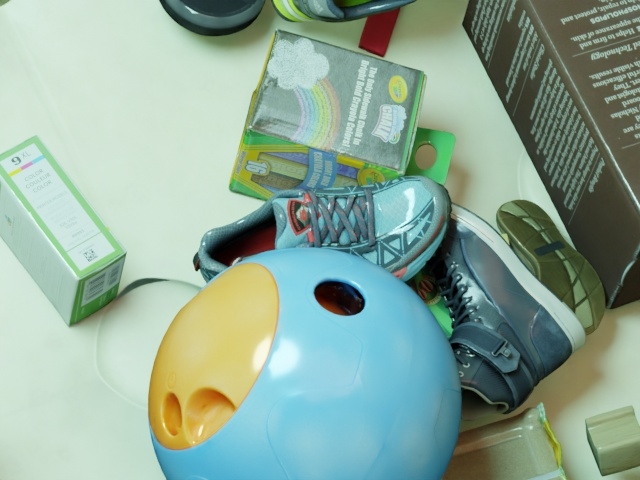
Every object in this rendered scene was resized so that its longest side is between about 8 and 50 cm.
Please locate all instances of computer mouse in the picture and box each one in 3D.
[{"bbox_3d":[-0.101,-0.309,2.148,0.188,0.072,0.272,20,51,-4],"label":"computer mouse"}]

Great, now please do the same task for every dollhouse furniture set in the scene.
[{"bbox_3d":[0.244,0.278,1.929,0.301,0.151,0.197,-16,46,-1],"label":"dollhouse furniture set"}]

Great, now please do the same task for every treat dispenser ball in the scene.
[{"bbox_3d":[-0.015,0.150,1.808,0.288,0.288,0.288,5,63,-10],"label":"treat dispenser ball"}]

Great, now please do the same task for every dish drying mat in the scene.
[{"bbox_3d":[0.066,-0.240,2.179,0.032,0.008,0.083,20,61,-3],"label":"dish drying mat"}]

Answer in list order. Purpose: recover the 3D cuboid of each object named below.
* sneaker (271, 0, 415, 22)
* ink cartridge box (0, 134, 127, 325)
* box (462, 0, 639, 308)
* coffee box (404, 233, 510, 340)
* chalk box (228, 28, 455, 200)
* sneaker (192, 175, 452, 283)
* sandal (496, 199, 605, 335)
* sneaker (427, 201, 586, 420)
[{"bbox_3d":[0.099,-0.298,2.083,0.300,0.111,0.121,-28,29,-13],"label":"sneaker"},{"bbox_3d":[-0.278,-0.030,1.942,0.062,0.109,0.209,-33,74,-25],"label":"ink cartridge box"},{"bbox_3d":[0.295,-0.144,2.065,0.143,0.191,0.381,-17,67,-14],"label":"box"},{"bbox_3d":[0.115,0.056,2.023,0.184,0.040,0.113,-5,65,-14],"label":"coffee box"},{"bbox_3d":[0.029,-0.106,2.036,0.213,0.132,0.132,17,61,-5],"label":"chalk box"},{"bbox_3d":[0.000,0.000,1.924,0.262,0.125,0.104,-21,64,12],"label":"sneaker"},{"bbox_3d":[0.237,0.033,2.062,0.072,0.049,0.180,-14,53,-24],"label":"sandal"},{"bbox_3d":[0.132,0.072,1.948,0.226,0.086,0.163,43,64,7],"label":"sneaker"}]
